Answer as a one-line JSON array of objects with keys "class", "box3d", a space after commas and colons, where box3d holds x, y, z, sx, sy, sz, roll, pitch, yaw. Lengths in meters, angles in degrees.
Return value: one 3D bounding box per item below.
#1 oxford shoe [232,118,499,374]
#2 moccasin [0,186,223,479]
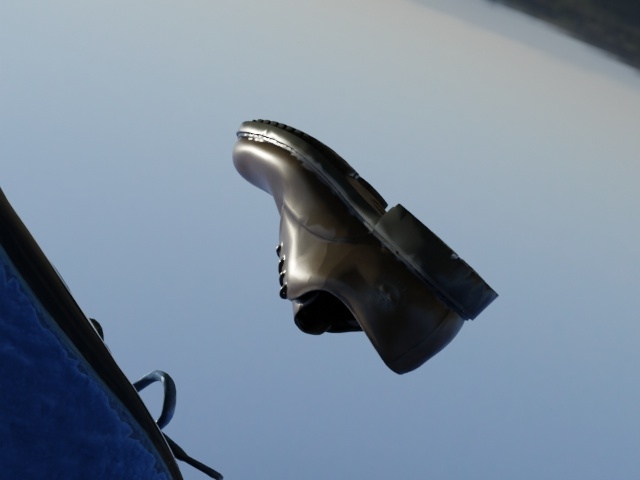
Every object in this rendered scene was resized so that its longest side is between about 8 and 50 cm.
[{"class": "oxford shoe", "box3d": [0.000, 0.000, 1.055, 0.083, 0.096, 0.227, 38, -176, -44]}, {"class": "moccasin", "box3d": [-0.132, 0.065, 0.803, 0.138, 0.342, 0.117, -21, -168, 4]}]
